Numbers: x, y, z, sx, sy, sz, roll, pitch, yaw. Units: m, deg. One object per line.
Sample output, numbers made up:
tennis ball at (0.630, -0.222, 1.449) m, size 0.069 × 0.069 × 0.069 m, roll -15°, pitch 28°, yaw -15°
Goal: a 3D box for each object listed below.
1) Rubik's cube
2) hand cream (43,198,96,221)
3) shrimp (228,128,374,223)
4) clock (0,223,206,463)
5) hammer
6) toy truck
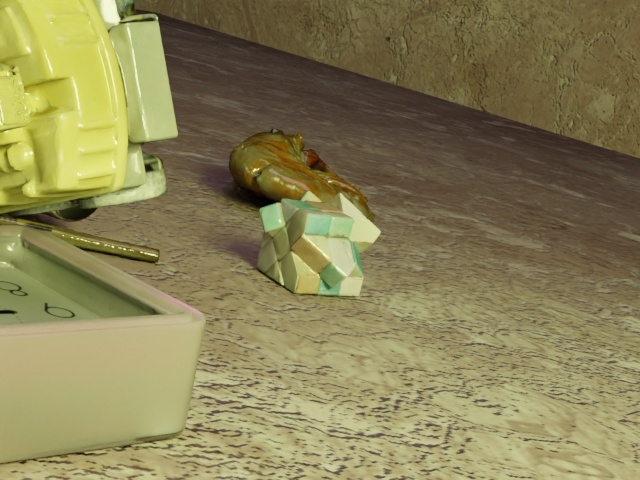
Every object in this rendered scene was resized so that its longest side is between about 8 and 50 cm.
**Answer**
Rubik's cube at (0.000, 0.000, 0.973) m, size 0.084 × 0.073 × 0.075 m, roll 21°, pitch 14°, yaw 39°
hand cream at (-0.227, -0.053, 0.967) m, size 0.186 × 0.054 × 0.087 m, roll 13°, pitch -21°, yaw 38°
shrimp at (-0.018, -0.065, 1.316) m, size 0.154 × 0.062 × 0.294 m, roll 25°, pitch 13°, yaw -7°
clock at (-0.170, 0.042, 0.593) m, size 0.150 × 0.063 × 0.197 m, roll 24°, pitch 15°, yaw 38°
hammer at (-0.202, -0.008, 0.915) m, size 0.182 × 0.017 × 0.062 m, roll 12°, pitch 12°, yaw -15°
toy truck at (-0.215, -0.062, 0.687) m, size 0.272 × 0.124 × 0.157 m, roll -6°, pitch 6°, yaw 30°
